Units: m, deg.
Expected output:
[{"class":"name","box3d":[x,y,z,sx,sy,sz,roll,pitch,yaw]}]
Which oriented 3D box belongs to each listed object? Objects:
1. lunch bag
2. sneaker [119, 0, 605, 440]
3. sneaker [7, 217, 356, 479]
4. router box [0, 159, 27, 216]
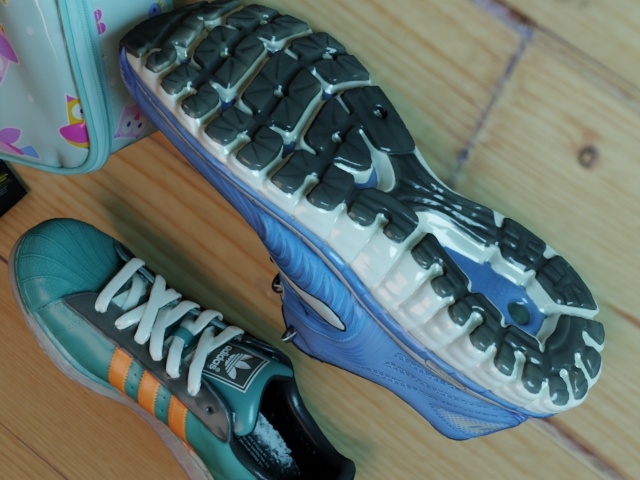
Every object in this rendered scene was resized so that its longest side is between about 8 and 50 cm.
[{"class":"lunch bag","box3d":[-0.227,-0.171,0.774,0.279,0.108,0.224,17,131,31]},{"class":"sneaker","box3d":[0.000,0.000,0.698,0.330,0.130,0.147,45,137,3]},{"class":"sneaker","box3d":[-0.091,0.088,0.869,0.302,0.108,0.121,46,139,-11]},{"class":"router box","box3d":[-0.335,-0.052,1.008,0.179,0.046,0.133,-28,100,48]}]
